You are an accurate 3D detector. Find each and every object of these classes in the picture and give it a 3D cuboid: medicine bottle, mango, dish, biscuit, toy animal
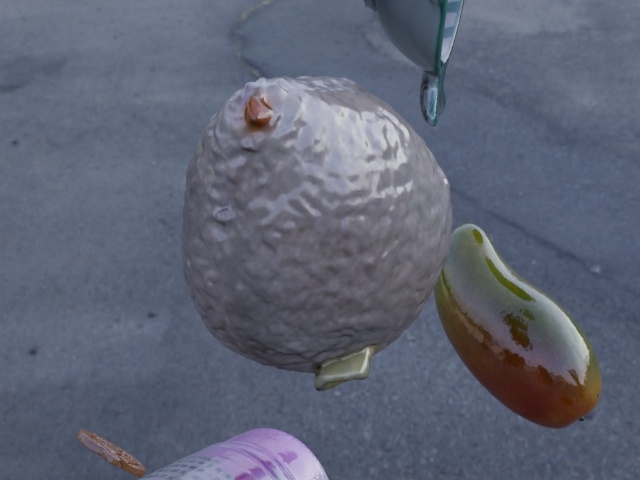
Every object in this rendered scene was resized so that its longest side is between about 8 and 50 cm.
[{"bbox_3d":[-0.112,0.276,0.890,0.152,0.152,0.254,17,16,30],"label":"medicine bottle"},{"bbox_3d":[0.238,0.114,1.248,0.129,0.146,0.289,-13,49,-40],"label":"mango"},{"bbox_3d":[0.079,-0.223,0.795,0.078,0.246,0.224,10,20,10],"label":"dish"},{"bbox_3d":[-0.242,0.247,1.135,0.091,0.015,0.078,33,-10,-12],"label":"biscuit"},{"bbox_3d":[-0.003,-0.002,0.784,0.188,0.358,0.226,30,81,32],"label":"toy animal"}]
